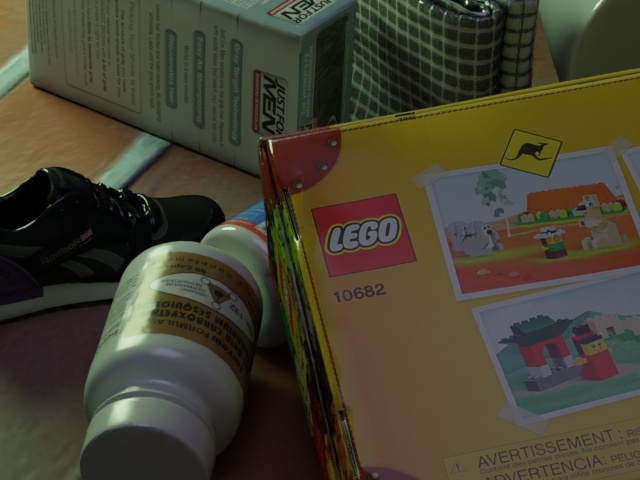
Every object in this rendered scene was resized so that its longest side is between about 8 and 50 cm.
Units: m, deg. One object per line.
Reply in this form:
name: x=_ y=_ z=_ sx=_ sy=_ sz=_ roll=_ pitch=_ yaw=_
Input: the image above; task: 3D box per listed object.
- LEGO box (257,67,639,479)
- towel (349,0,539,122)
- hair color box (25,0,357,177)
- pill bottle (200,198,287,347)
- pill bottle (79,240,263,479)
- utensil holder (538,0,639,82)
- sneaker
LEGO box: x=0.233 y=0.068 z=1.214 sx=0.500 sy=0.193 sz=0.372 roll=-10 pitch=53 yaw=-5
towel: x=0.097 y=-0.202 z=1.686 sx=0.121 sy=0.235 sz=0.284 roll=-29 pitch=45 yaw=-29
hair color box: x=-0.148 y=-0.215 z=1.726 sx=0.374 sy=0.185 sz=0.113 roll=23 pitch=39 yaw=26
pill bottle: x=0.000 y=0.000 z=1.485 sx=0.124 sy=0.124 sz=0.221 roll=28 pitch=42 yaw=31
pill bottle: x=-0.125 y=0.115 z=1.307 sx=0.131 sy=0.131 sz=0.229 roll=5 pitch=35 yaw=3
utensil holder: x=0.396 y=-0.283 z=1.745 sx=0.328 sy=0.327 sz=0.385 roll=2 pitch=36 yaw=-1
sneaker: x=-0.218 y=-0.013 z=1.487 sx=0.283 sy=0.124 sz=0.107 roll=-16 pitch=40 yaw=-25
